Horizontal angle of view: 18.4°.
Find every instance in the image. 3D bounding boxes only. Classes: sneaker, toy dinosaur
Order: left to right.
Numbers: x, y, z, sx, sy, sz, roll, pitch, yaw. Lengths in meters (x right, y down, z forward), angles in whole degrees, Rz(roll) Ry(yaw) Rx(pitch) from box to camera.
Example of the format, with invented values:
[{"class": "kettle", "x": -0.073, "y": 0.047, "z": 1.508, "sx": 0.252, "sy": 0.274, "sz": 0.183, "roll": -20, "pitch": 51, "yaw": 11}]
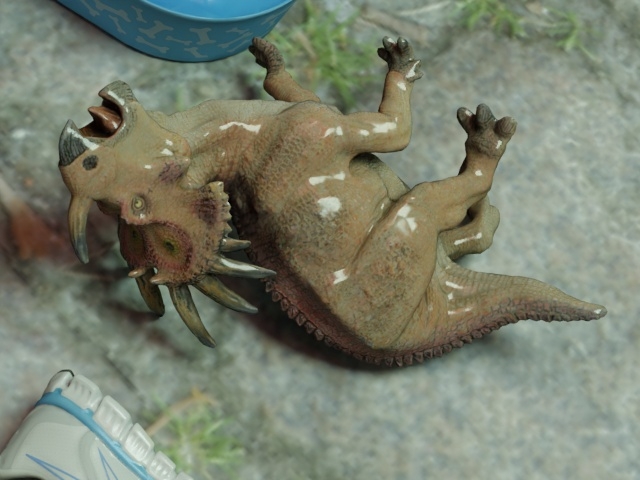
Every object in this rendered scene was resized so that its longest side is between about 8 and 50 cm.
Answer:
[{"class": "sneaker", "x": -0.090, "y": 0.155, "z": 1.004, "sx": 0.190, "sy": 0.071, "sz": 0.083, "roll": 36, "pitch": 65, "yaw": 17}, {"class": "toy dinosaur", "x": 0.000, "y": 0.000, "z": 1.082, "sx": 0.295, "sy": 0.127, "sz": 0.200, "roll": 37, "pitch": 66, "yaw": -7}]

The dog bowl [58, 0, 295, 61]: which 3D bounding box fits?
[{"class": "dog bowl", "x": -0.133, "y": -0.218, "z": 1.191, "sx": 0.297, "sy": 0.074, "sz": 0.166, "roll": 33, "pitch": 59, "yaw": 4}]
